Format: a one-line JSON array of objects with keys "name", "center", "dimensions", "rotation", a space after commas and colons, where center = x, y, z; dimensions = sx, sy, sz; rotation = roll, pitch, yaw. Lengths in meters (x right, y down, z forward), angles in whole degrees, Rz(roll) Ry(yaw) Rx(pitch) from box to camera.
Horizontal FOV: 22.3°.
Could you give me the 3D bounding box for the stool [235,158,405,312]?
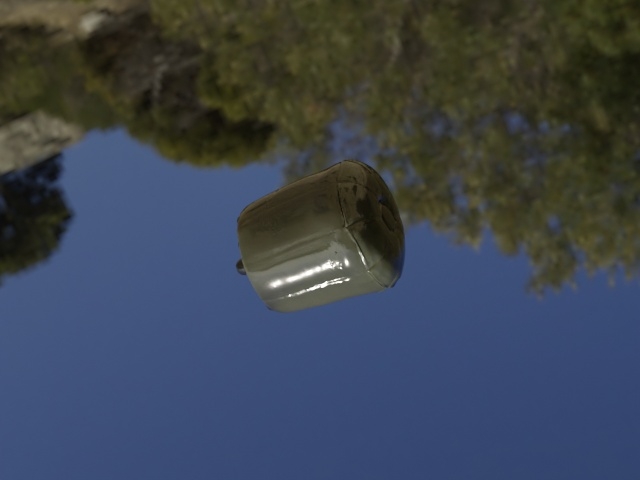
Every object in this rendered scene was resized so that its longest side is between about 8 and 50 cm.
[{"name": "stool", "center": [0.000, 0.000, 1.145], "dimensions": [0.110, 0.096, 0.096], "rotation": [-19, -158, 19]}]
